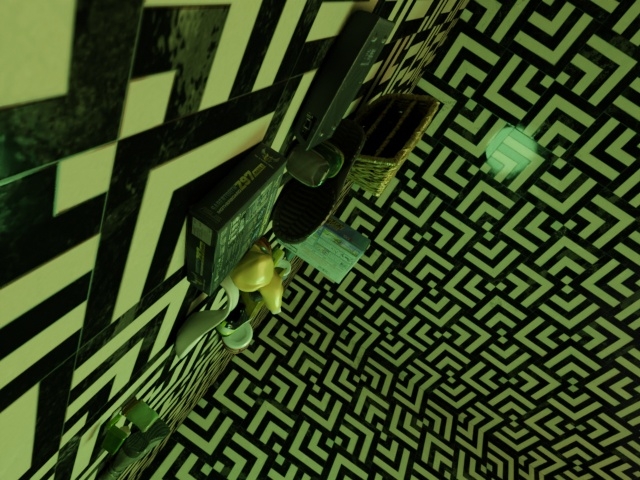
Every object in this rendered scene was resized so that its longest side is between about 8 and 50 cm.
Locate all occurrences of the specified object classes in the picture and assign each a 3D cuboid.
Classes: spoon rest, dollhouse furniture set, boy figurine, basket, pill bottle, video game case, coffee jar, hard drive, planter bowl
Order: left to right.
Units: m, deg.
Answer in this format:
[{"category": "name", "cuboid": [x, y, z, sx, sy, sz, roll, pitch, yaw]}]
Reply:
[{"category": "dollhouse furniture set", "cuboid": [-0.424, 0.403, 0.958, 0.058, 0.076, 0.152, -55, 176, 19]}, {"category": "spoon rest", "cuboid": [-0.263, 0.179, 0.992, 0.276, 0.084, 0.137, -58, 176, 31]}, {"category": "pill bottle", "cuboid": [-0.346, 0.399, 1.751, 0.121, 0.121, 0.221, -54, 177, -25]}, {"category": "planter bowl", "cuboid": [-0.214, 0.158, 1.465, 0.217, 0.090, 0.217, -56, 178, -3]}, {"category": "boy figurine", "cuboid": [-0.138, 0.085, 0.947, 0.092, 0.177, 0.285, -28, 175, -8]}, {"category": "pill bottle", "cuboid": [-0.179, 0.140, 1.952, 0.078, 0.078, 0.137, -54, 176, -19]}, {"category": "coffee jar", "cuboid": [-0.006, -0.180, 0.960, 0.079, 0.096, 0.184, -58, 176, 23]}, {"category": "video game case", "cuboid": [0.000, 0.000, 1.388, 0.061, 0.269, 0.244, -55, 178, -32]}, {"category": "hard drive", "cuboid": [0.041, -0.299, 0.795, 0.254, 0.054, 0.172, -57, 176, 30]}, {"category": "basket", "cuboid": [0.191, -0.332, 1.318, 0.299, 0.213, 0.223, -53, 174, -20]}]

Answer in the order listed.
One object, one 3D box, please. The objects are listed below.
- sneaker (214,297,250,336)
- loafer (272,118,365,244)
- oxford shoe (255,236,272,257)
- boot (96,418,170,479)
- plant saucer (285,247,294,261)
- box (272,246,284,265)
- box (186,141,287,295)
[{"category": "sneaker", "cuboid": [-0.282, 0.253, 1.506, 0.097, 0.084, 0.234, -58, 176, 33]}, {"category": "loafer", "cuboid": [0.005, -0.145, 1.145, 0.366, 0.134, 0.130, -55, 177, -1]}, {"category": "oxford shoe", "cuboid": [-0.165, 0.020, 1.126, 0.212, 0.076, 0.076, 101, -6, -76]}, {"category": "boot", "cuboid": [-0.594, 0.667, 1.347, 0.161, 0.083, 0.246, -48, 172, 1]}, {"category": "plant saucer", "cuboid": [-0.075, -0.042, 1.961, 0.317, 0.044, 0.317, -56, 178, -3]}, {"category": "box", "cuboid": [-0.205, 0.115, 1.612, 0.179, 0.043, 0.105, -57, 178, -17]}, {"category": "box", "cuboid": [-0.148, -0.029, 0.725, 0.183, 0.059, 0.232, -53, 176, -34]}]
